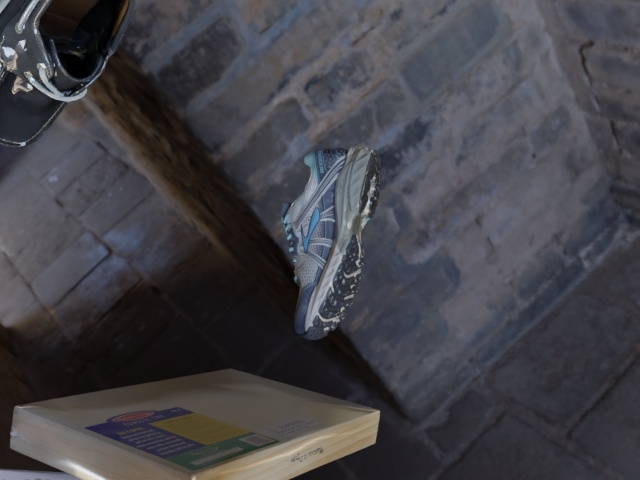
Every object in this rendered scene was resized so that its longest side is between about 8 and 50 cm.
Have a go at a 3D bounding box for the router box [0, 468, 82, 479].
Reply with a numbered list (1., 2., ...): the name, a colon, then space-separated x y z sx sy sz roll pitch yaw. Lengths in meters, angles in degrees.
1. router box: -0.363 0.361 1.020 0.301 0.335 0.082 131 144 -58

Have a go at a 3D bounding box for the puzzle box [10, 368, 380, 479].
1. puzzle box: -0.137 0.236 1.001 0.272 0.409 0.052 10 94 32

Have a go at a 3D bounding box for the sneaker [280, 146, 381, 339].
1. sneaker: 0.000 0.000 1.126 0.122 0.110 0.283 11 77 22

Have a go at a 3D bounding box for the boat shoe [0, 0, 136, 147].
1. boat shoe: -0.206 -0.143 0.605 0.233 0.084 0.079 -43 56 36
